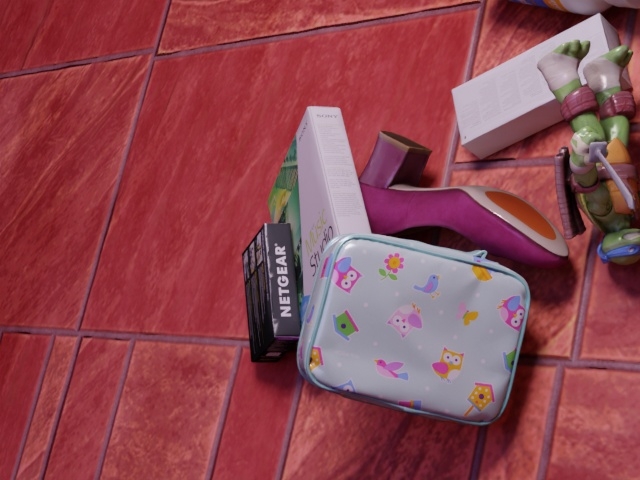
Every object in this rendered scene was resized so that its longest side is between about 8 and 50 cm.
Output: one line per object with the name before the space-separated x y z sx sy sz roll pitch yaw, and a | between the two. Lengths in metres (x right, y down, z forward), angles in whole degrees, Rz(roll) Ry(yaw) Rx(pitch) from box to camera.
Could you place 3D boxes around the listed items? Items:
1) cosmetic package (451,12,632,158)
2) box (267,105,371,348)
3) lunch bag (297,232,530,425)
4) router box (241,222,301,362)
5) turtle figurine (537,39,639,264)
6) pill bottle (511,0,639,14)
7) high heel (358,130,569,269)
cosmetic package | 0.300 -0.208 1.703 0.239 0.060 0.099 -25 53 30
box | 0.000 0.000 1.793 0.232 0.058 0.322 116 150 -49
lunch bag | 0.122 0.107 1.570 0.108 0.279 0.224 159 124 -78
router box | -0.074 0.079 1.847 0.133 0.046 0.179 131 136 -62
turtle figurine | 0.380 -0.123 1.483 0.197 0.275 0.266 -12 72 -7
pill bottle | 0.333 -0.392 1.699 0.272 0.152 0.152 24 87 45
high heel | 0.176 -0.002 1.700 0.377 0.127 0.181 38 113 46
